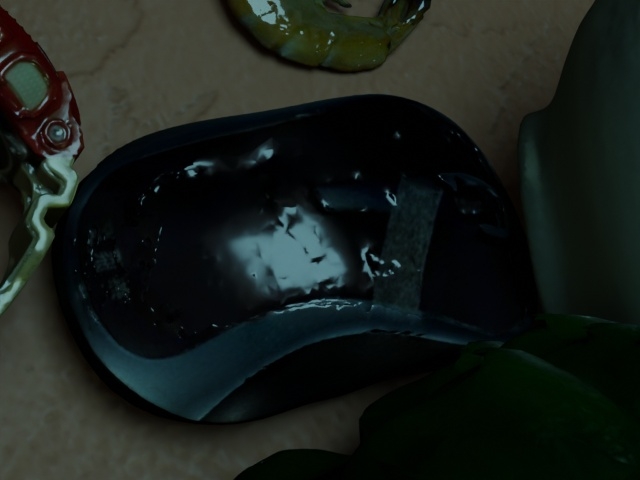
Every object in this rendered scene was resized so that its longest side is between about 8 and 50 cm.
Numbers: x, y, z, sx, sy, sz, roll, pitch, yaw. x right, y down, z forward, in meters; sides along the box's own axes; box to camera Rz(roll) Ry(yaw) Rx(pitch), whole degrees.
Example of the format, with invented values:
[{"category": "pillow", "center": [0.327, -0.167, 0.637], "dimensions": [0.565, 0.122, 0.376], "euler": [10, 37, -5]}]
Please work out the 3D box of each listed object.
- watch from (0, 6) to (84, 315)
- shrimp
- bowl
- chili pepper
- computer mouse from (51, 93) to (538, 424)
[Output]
[{"category": "watch", "center": [-0.209, 0.007, 0.488], "dimensions": [0.165, 0.102, 0.268], "euler": [37, 66, -9]}, {"category": "shrimp", "center": [0.010, -0.171, 0.692], "dimensions": [0.124, 0.034, 0.178], "euler": [18, 64, -21]}, {"category": "bowl", "center": [0.178, -0.010, 0.609], "dimensions": [0.289, 0.146, 0.289], "euler": [-14, 90, -71]}, {"category": "chili pepper", "center": [0.090, 0.161, 0.478], "dimensions": [0.233, 0.249, 0.256], "euler": [-14, 73, -53]}, {"category": "computer mouse", "center": [0.000, 0.000, 0.577], "dimensions": [0.233, 0.096, 0.137], "euler": [-10, 73, -27]}]
